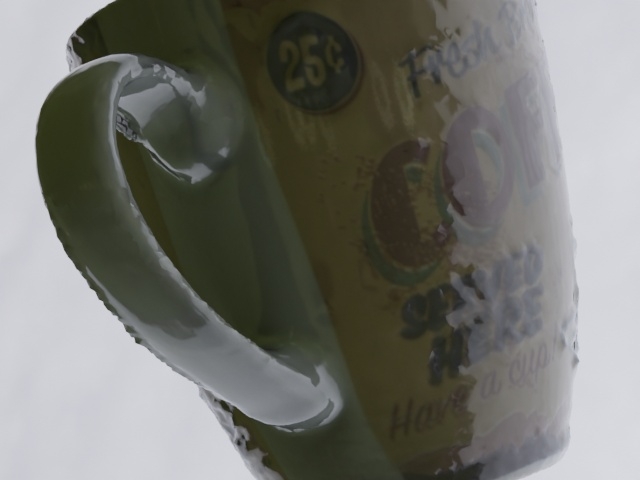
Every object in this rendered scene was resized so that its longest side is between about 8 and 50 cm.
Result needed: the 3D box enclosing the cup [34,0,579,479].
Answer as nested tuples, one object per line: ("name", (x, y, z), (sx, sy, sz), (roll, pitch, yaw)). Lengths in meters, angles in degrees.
("cup", (0.000, 0.000, 0.805), (0.227, 0.301, 0.257), (-22, -98, 33))
